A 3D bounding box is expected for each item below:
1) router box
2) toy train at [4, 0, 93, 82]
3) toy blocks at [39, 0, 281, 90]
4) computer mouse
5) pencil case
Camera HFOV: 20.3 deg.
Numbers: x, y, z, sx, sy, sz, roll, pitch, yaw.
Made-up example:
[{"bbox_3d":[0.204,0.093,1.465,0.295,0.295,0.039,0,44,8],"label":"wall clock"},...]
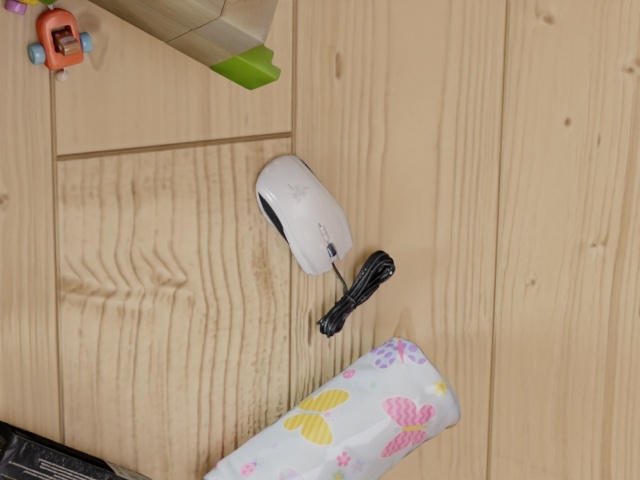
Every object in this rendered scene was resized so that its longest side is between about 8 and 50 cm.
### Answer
[{"bbox_3d":[-0.255,0.264,1.706,0.179,0.046,0.133,27,90,-32],"label":"router box"},{"bbox_3d":[-0.279,-0.189,1.577,0.166,0.046,0.125,-13,110,-26],"label":"toy train"},{"bbox_3d":[-0.151,-0.334,1.529,0.381,0.191,0.261,27,67,-28],"label":"toy blocks"},{"bbox_3d":[0.000,0.000,1.791,0.106,0.042,0.193,-41,120,-12],"label":"computer mouse"},{"bbox_3d":[0.014,0.215,1.822,0.273,0.113,0.124,-37,129,-15],"label":"pencil case"}]
